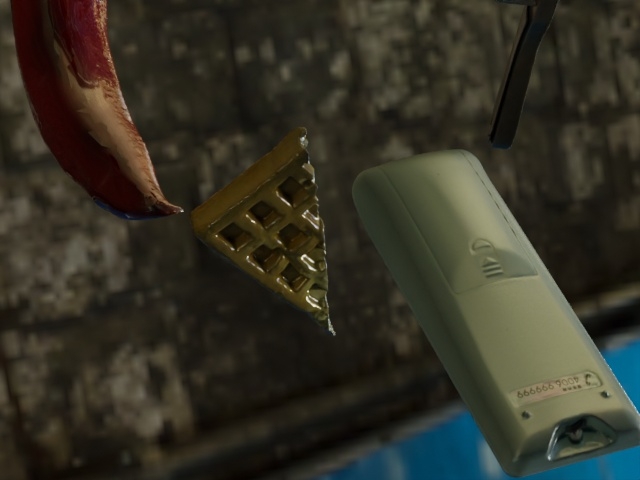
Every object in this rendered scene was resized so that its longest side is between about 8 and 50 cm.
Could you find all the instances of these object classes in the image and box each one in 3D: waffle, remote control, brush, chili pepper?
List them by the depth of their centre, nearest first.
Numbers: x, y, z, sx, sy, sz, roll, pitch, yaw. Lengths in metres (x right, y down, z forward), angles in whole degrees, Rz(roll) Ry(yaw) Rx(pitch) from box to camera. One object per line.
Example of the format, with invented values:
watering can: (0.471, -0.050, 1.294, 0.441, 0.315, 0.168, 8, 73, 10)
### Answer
remote control: (0.117, 0.037, 1.367, 0.103, 0.051, 0.293, -13, -133, -16)
waffle: (0.000, 0.000, 1.520, 0.125, 0.032, 0.191, -40, 133, 16)
chili pepper: (-0.194, -0.159, 1.669, 0.092, 0.368, 0.137, 3, 153, -46)
brush: (0.174, -0.201, 1.782, 0.065, 0.070, 0.327, 6, 141, -4)
